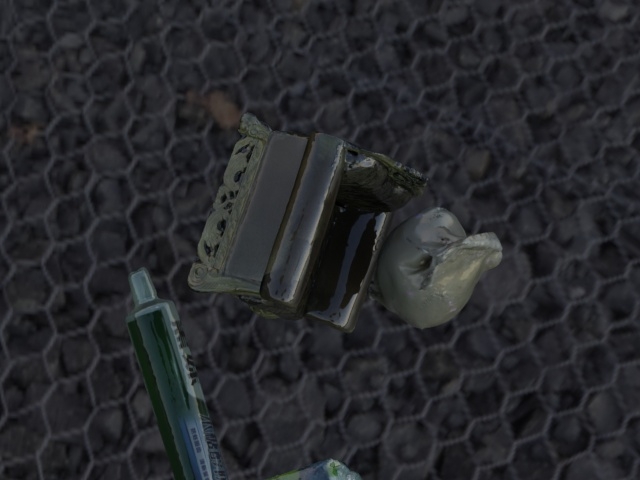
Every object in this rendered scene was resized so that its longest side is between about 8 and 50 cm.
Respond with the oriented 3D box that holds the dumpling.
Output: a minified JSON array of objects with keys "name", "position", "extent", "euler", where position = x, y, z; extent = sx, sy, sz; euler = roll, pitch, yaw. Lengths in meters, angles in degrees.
[{"name":"dumpling","position":[0.124,0.026,1.475],"extent":[0.136,0.199,0.118],"euler":[-24,87,-30]}]

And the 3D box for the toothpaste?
[{"name":"toothpaste","position":[-0.156,0.219,1.611],"extent":[0.061,0.099,0.392],"euler":[-21,84,20]}]

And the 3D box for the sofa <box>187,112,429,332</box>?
[{"name":"sofa","position":[0.000,0.000,1.479],"extent":[0.182,0.258,0.200],"euler":[19,85,19]}]

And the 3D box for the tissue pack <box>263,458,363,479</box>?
[{"name":"tissue pack","position":[-0.040,0.405,1.401],"extent":[0.228,0.128,0.311],"euler":[-20,63,16]}]
